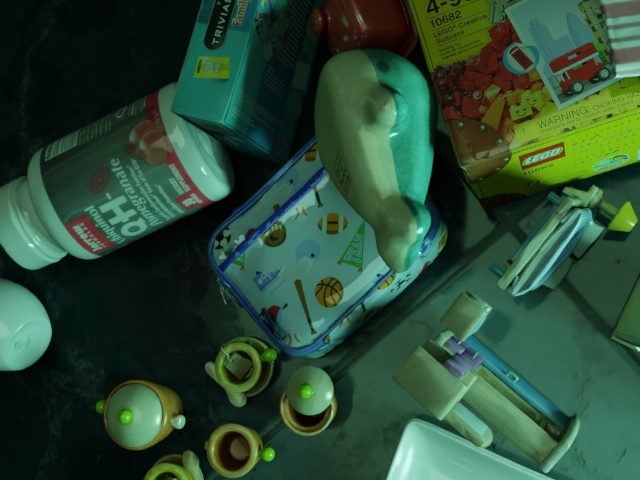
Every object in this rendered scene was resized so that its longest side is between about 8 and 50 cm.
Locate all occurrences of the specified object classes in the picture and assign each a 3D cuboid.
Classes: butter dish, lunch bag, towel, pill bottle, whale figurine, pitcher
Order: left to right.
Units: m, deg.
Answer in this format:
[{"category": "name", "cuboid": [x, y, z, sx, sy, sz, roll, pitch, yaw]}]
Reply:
[{"category": "pitcher", "cuboid": [-0.505, 0.130, 1.363, 0.207, 0.125, 0.178, 26, 111, 27]}, {"category": "pill bottle", "cuboid": [-0.296, -0.080, 1.294, 0.318, 0.176, 0.176, -24, 78, 11]}, {"category": "lunch bag", "cuboid": [0.000, 0.000, 1.241, 0.303, 0.115, 0.243, -41, 73, 5]}, {"category": "butter dish", "cuboid": [0.043, -0.298, 1.228, 0.118, 0.160, 0.160, -11, 79, -20]}, {"category": "whale figurine", "cuboid": [0.086, -0.102, 1.084, 0.141, 0.216, 0.272, -11, 61, -15]}, {"category": "towel", "cuboid": [0.368, -0.273, 0.986, 0.144, 0.029, 0.197, -8, 77, 6]}]

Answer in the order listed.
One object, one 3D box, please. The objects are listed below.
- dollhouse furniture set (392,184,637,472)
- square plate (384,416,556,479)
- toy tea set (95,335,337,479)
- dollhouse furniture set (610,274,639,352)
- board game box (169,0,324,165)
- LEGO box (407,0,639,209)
[{"category": "dollhouse furniture set", "cuboid": [0.280, 0.089, 1.065, 0.198, 0.286, 0.303, 39, 103, 14]}, {"category": "square plate", "cuboid": [0.210, 0.449, 1.160, 0.344, 0.049, 0.347, 21, 89, 16]}, {"category": "toy tea set", "cuboid": [-0.144, 0.239, 1.240, 0.336, 0.124, 0.200, -30, 77, 10]}, {"category": "dollhouse furniture set", "cuboid": [0.505, 0.131, 1.100, 0.242, 0.161, 0.212, 26, 90, -6]}, {"category": "board game box", "cuboid": [-0.071, -0.291, 1.221, 0.079, 0.254, 0.336, 15, 87, 16]}, {"category": "LEGO box", "cuboid": [0.370, -0.302, 1.118, 0.499, 0.193, 0.373, -18, 72, 12]}]
